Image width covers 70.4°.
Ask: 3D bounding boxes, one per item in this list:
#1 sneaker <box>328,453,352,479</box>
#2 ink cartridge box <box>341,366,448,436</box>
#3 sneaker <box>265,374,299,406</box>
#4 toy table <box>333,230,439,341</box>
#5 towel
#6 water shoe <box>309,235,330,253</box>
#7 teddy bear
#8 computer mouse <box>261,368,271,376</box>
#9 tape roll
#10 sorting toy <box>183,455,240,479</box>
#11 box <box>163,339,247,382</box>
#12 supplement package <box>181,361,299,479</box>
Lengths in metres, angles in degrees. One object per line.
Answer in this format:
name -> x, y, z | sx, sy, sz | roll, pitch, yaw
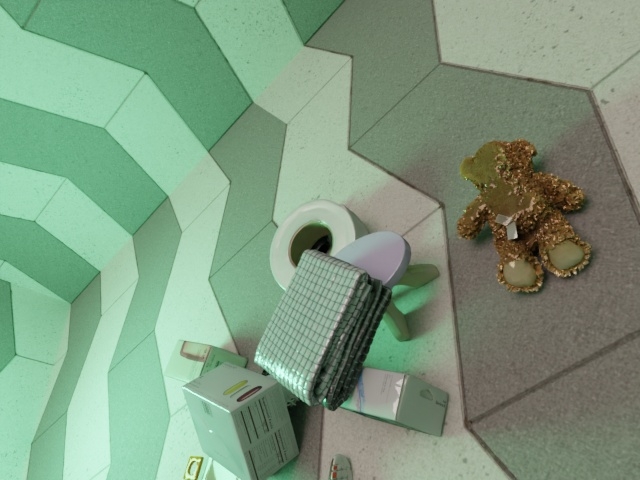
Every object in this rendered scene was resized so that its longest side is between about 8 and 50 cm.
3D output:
sneaker -> 0.025, 0.539, 0.964 | 0.065, 0.061, 0.157 | -31, 42, 42
ink cartridge box -> 0.126, 0.318, 0.926 | 0.212, 0.154, 0.093 | -9, 58, 46
sneaker -> -0.074, 0.385, 1.185 | 0.258, 0.094, 0.091 | -36, 49, 41
toy table -> 0.130, 0.104, 1.081 | 0.274, 0.161, 0.252 | -26, 46, 36
towel -> 0.003, 0.175, 0.949 | 0.235, 0.121, 0.283 | 15, 79, 56
water shoe -> 0.000, 0.000, 1.409 | 0.080, 0.073, 0.203 | 5, 73, 32
teddy bear -> 0.409, -0.053, 0.934 | 0.245, 0.113, 0.338 | -50, 43, 23
computer mouse -> -0.099, 0.325, 1.299 | 0.242, 0.041, 0.071 | -54, 26, 17
tape roll -> -0.002, 0.029, 1.285 | 0.286, 0.100, 0.286 | -14, 63, 29
sorting toy -> -0.253, 0.635, 1.234 | 0.348, 0.047, 0.196 | -8, 53, 46
box -> -0.369, 0.406, 1.456 | 0.232, 0.149, 0.126 | -6, 59, 47
supplement package -> -0.207, 0.451, 1.152 | 0.262, 0.145, 0.204 | -2, 105, 49
